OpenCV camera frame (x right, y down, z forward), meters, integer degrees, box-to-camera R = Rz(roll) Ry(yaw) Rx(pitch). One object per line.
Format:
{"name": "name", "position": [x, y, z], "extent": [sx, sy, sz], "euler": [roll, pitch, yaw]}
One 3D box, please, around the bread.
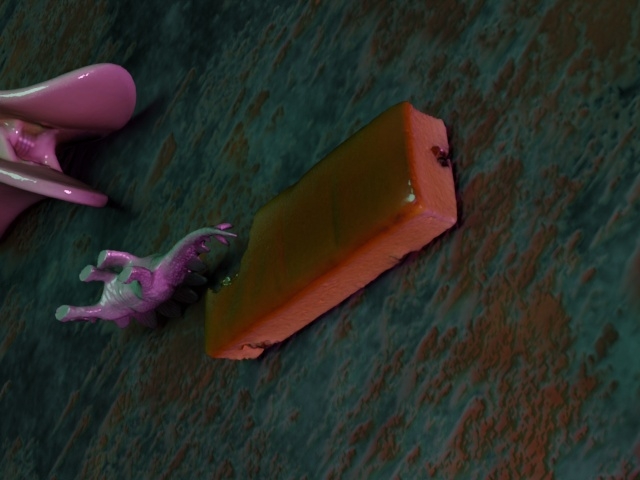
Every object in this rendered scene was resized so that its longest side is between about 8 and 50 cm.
{"name": "bread", "position": [0.000, 0.000, 1.121], "extent": [0.226, 0.049, 0.088], "euler": [-35, 50, 39]}

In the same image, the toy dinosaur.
{"name": "toy dinosaur", "position": [-0.122, 0.026, 1.236], "extent": [0.209, 0.082, 0.039], "euler": [-30, 55, 43]}

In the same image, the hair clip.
{"name": "hair clip", "position": [-0.272, -0.071, 1.415], "extent": [0.282, 0.172, 0.113], "euler": [-10, 75, 39]}
